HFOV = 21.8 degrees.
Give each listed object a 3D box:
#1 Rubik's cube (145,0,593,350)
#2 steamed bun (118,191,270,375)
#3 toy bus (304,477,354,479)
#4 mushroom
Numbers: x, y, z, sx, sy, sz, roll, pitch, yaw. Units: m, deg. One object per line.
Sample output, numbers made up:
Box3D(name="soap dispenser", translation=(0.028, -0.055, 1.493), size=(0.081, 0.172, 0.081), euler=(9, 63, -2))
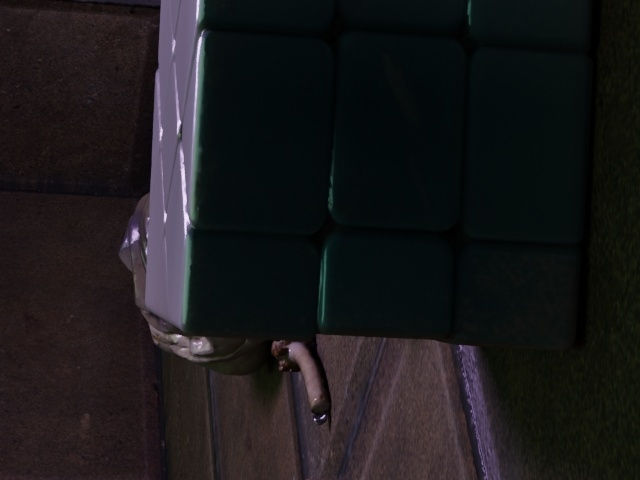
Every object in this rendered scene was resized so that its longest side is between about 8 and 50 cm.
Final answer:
Box3D(name="Rubik's cube", translation=(0.026, -0.077, 1.390), size=(0.319, 0.316, 0.322), euler=(-177, 91, -78))
Box3D(name="steamed bun", translation=(-0.185, 0.033, 2.558), size=(0.352, 0.247, 0.339), euler=(142, 128, -70))
Box3D(name="toy bus", translation=(0.018, 0.366, 1.879), size=(0.103, 0.091, 0.182), euler=(107, 164, -46))
Box3D(name="mushroom", translation=(-0.024, 0.177, 2.219), size=(0.187, 0.061, 0.060), euler=(-116, 36, -59))
